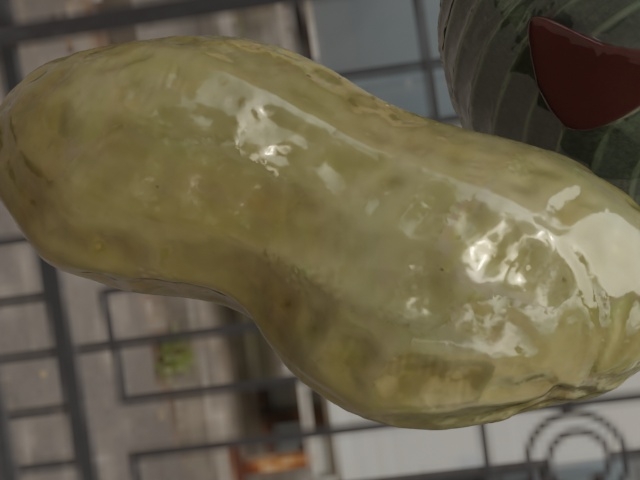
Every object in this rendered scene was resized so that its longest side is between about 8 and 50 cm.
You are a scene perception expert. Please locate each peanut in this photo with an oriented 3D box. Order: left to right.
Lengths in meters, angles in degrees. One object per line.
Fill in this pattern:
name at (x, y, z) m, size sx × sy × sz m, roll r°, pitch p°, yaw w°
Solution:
peanut at (0.000, 0.000, 0.732) m, size 0.111 × 0.275 × 0.125 m, roll 92°, pitch 19°, yaw -66°

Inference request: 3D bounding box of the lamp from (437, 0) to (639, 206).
lamp at (0.176, -0.105, 0.810) m, size 0.233 × 0.265 × 0.233 m, roll 54°, pitch 22°, yaw -35°
